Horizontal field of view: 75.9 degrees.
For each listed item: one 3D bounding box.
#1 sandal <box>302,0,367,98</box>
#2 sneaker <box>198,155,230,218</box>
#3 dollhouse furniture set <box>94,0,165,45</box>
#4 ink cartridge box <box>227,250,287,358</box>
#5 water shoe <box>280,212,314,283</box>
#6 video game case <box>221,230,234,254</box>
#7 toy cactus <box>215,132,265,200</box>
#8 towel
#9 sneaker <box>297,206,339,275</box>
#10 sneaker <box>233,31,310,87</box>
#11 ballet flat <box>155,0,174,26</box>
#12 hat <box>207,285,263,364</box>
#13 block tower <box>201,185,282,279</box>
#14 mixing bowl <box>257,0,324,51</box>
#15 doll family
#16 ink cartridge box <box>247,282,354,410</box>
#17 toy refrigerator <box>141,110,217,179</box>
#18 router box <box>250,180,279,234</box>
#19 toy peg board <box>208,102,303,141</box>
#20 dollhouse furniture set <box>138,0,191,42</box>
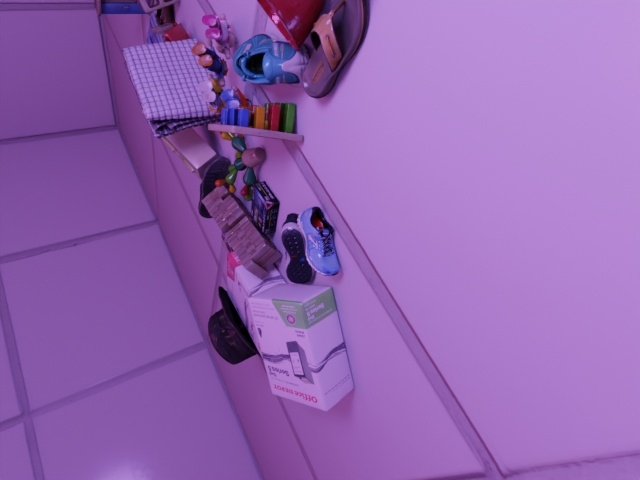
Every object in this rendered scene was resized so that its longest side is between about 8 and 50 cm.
[{"bbox_3d":[0.009,-0.326,0.677,0.090,0.060,0.219,64,146,14],"label":"sandal"},{"bbox_3d":[-0.363,-0.200,1.393,0.130,0.087,0.227,-110,35,-49],"label":"sneaker"},{"bbox_3d":[-0.670,-0.788,1.489,0.286,0.198,0.303,-19,90,62],"label":"dollhouse furniture set"},{"bbox_3d":[-0.179,0.183,1.255,0.283,0.117,0.207,51,146,34],"label":"ink cartridge box"},{"bbox_3d":[-0.050,0.023,1.004,0.080,0.073,0.203,-82,-8,-45],"label":"water shoe"},{"bbox_3d":[-0.286,0.002,1.423,0.210,0.042,0.232,56,148,28],"label":"video game case"},{"bbox_3d":[-0.219,-0.221,1.131,0.180,0.112,0.219,-9,90,52],"label":"toy cactus"},{"bbox_3d":[-0.422,-0.446,1.206,0.283,0.235,0.121,64,155,17],"label":"towel"},{"bbox_3d":[0.000,0.000,0.888,0.073,0.063,0.162,-38,73,57],"label":"sneaker"},{"bbox_3d":[-0.126,-0.371,0.846,0.275,0.110,0.107,33,133,51],"label":"sneaker"},{"bbox_3d":[-0.527,-0.822,1.358,0.084,0.058,0.250,52,146,32],"label":"ballet flat"},{"bbox_3d":[-0.290,0.321,1.378,0.331,0.134,0.331,54,175,7],"label":"hat"},{"bbox_3d":[-0.237,-0.036,1.228,0.335,0.097,0.091,51,-176,36],"label":"block tower"},{"bbox_3d":[-0.057,-0.420,0.670,0.181,0.098,0.181,51,-172,-10],"label":"mixing bowl"},{"bbox_3d":[-0.254,-0.410,1.012,0.163,0.118,0.263,-59,-43,-77],"label":"doll family"},{"bbox_3d":[-0.048,0.255,1.016,0.198,0.115,0.272,-3,104,43],"label":"ink cartridge box"},{"bbox_3d":[-0.473,-0.340,1.387,0.269,0.094,0.102,45,165,2],"label":"toy refrigerator"},{"bbox_3d":[-0.156,-0.089,1.140,0.092,0.038,0.122,54,147,32],"label":"router box"},{"bbox_3d":[-0.142,-0.268,0.898,0.161,0.161,0.079,25,111,54],"label":"toy peg board"},{"bbox_3d":[-0.461,-0.749,1.234,0.201,0.152,0.374,39,155,45],"label":"dollhouse furniture set"}]
